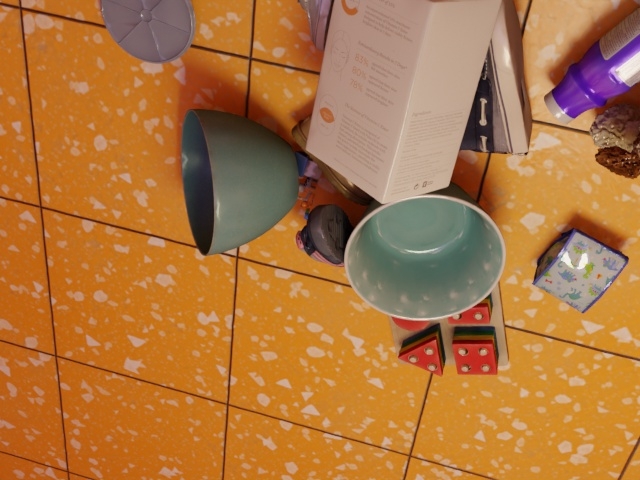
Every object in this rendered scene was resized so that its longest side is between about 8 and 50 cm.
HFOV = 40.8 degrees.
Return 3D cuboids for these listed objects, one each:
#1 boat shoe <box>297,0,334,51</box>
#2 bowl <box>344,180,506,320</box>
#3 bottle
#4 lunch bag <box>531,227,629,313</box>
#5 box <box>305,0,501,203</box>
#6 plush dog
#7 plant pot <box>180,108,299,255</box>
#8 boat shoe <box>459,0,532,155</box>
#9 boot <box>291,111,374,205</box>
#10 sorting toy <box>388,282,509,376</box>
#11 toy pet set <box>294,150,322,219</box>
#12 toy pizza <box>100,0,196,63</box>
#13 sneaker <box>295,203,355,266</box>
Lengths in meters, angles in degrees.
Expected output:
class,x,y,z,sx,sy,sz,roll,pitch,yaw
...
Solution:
class,x,y,z,sx,sy,sz,roll,pitch,yaw
boat shoe,-0.005,-0.457,1.549,0.081,0.079,0.228,16,123,18
bowl,0.202,-0.007,1.715,0.311,0.163,0.312,1,127,1
bottle,0.508,-0.307,1.455,0.092,0.118,0.283,41,125,-13
lunch bag,0.518,0.050,1.717,0.128,0.096,0.151,28,137,-2
box,0.129,-0.271,1.439,0.215,0.168,0.345,39,130,37
plush dog,0.590,-0.166,1.431,0.262,0.225,0.211,-33,88,34
plant pot,-0.155,-0.125,1.730,0.195,0.290,0.290,-7,129,-20
boat shoe,0.276,-0.280,1.516,0.158,0.127,0.341,0,138,22
boot,0.102,-0.217,1.669,0.236,0.089,0.269,43,124,-14
sorting toy,0.272,0.193,1.900,0.255,0.089,0.257,-2,123,19
toy pet set,-0.038,-0.119,1.767,0.065,0.122,0.114,17,108,-3
toy pizza,-0.335,-0.444,1.685,0.201,0.032,0.201,9,126,13
sneaker,0.000,0.000,1.739,0.131,0.112,0.319,1,168,15
